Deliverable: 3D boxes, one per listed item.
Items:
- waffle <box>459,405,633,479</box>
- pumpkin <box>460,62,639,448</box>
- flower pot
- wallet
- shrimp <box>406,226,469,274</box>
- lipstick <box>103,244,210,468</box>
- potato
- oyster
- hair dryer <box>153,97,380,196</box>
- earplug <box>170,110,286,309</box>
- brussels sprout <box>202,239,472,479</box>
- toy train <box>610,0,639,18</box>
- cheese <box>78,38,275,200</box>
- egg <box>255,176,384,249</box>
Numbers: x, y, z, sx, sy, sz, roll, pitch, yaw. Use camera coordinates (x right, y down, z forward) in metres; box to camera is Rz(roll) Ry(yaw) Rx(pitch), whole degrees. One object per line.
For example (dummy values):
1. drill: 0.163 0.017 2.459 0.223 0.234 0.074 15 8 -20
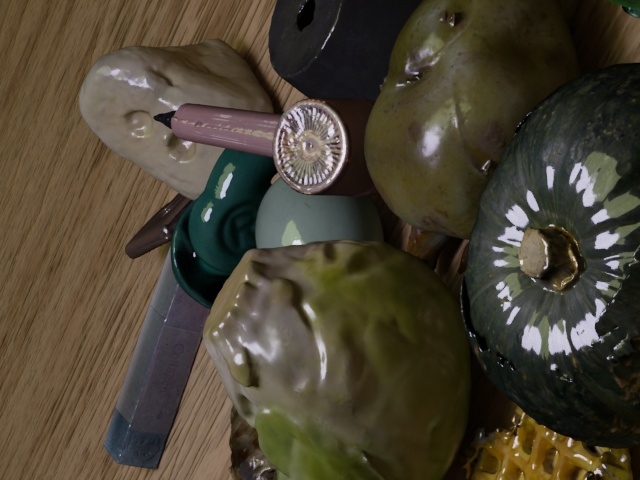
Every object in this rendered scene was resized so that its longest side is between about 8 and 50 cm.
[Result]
1. waffle: 0.202 0.277 1.521 0.262 0.060 0.280 -42 41 47
2. pumpkin: 0.267 0.013 1.333 0.292 0.257 0.327 8 90 53
3. flower pot: 0.045 -0.244 1.885 0.269 0.166 0.269 -29 56 54
4. wallet: -0.218 -0.030 2.305 0.118 0.039 0.153 -48 11 -29
5. shrimp: 0.149 -0.029 1.736 0.132 0.052 0.187 43 112 56
6. lipstick: -0.220 0.162 2.254 0.068 0.066 0.317 36 109 58
7. potato: 0.166 -0.163 1.633 0.218 0.203 0.351 130 155 -55
8. oyster: -0.024 0.255 1.883 0.294 0.094 0.166 7 76 53
9. hair dryer: -0.050 -0.123 1.820 0.344 0.189 0.106 13 101 36
10. earplug: -0.101 -0.032 2.049 0.280 0.164 0.257 142 139 -61
11. brussels sprout: 0.025 0.131 1.658 0.243 0.274 0.316 -33 95 45
12. toy train: 0.333 -0.323 1.486 0.251 0.119 0.085 -63 32 24
13. cheese: -0.186 -0.161 2.193 0.248 0.251 0.173 48 121 36
14. egg: 0.000 0.000 1.874 0.149 0.149 0.192 -49 46 38
